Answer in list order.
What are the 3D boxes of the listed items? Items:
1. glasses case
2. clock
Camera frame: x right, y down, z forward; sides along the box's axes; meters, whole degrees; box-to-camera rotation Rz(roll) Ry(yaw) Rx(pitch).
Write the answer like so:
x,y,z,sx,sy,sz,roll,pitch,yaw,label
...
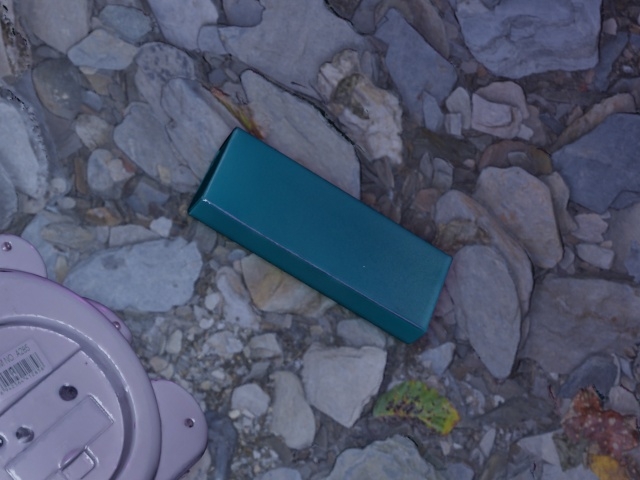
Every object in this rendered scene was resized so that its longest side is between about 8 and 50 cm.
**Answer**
x,y,z,sx,sy,sz,roll,pitch,yaw,label
0.000,-0.001,2.012,0.301,0.070,0.117,31,56,-10,glasses case
-0.304,0.176,1.781,0.322,0.113,0.295,49,60,0,clock
